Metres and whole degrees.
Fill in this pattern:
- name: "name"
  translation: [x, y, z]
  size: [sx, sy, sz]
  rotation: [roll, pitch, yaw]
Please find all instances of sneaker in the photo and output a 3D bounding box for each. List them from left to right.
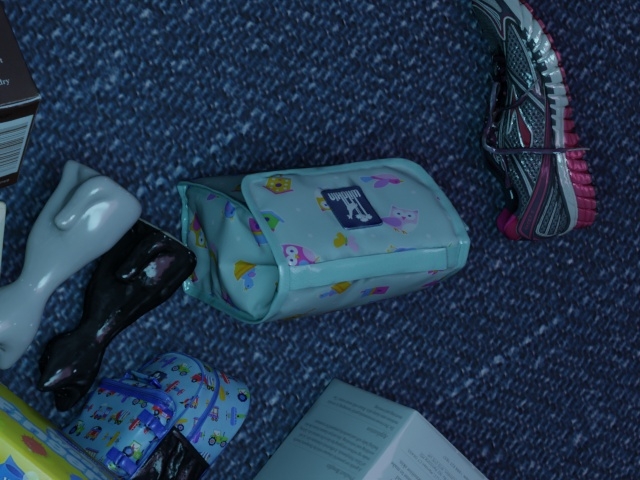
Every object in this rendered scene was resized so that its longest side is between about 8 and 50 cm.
- name: "sneaker"
  translation: [0.225, -0.142, 1.993]
  size: [0.112, 0.121, 0.299]
  rotation: [-18, 99, -3]

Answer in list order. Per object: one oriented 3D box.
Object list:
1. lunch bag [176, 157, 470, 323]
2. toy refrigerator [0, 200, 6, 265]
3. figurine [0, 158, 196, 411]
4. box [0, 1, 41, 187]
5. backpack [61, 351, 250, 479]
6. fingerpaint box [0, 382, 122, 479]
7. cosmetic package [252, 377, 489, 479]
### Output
- name: "lunch bag"
  translation: [0.000, 0.000, 1.809]
  size: [0.223, 0.262, 0.160]
  rotation: [-7, 99, -26]
- name: "toy refrigerator"
  translation: [-0.442, 0.000, 1.676]
  size: [0.270, 0.094, 0.102]
  rotation: [4, 94, -27]
- name: "figurine"
  translation: [-0.241, 0.052, 1.742]
  size: [0.209, 0.092, 0.215]
  rotation: [-56, 150, -9]
- name: "box"
  translation: [-0.374, -0.152, 1.608]
  size: [0.167, 0.168, 0.203]
  rotation: [-17, 70, -24]
- name: "backpack"
  translation: [-0.164, 0.185, 1.806]
  size: [0.173, 0.158, 0.117]
  rotation: [-51, 122, -16]
- name: "fingerpaint box"
  translation: [-0.366, 0.308, 1.566]
  size: [0.445, 0.163, 0.371]
  rotation: [39, 93, 2]
- name: "cosmetic package"
  translation: [-0.011, 0.342, 1.882]
  size: [0.155, 0.197, 0.365]
  rotation: [45, 77, -25]
